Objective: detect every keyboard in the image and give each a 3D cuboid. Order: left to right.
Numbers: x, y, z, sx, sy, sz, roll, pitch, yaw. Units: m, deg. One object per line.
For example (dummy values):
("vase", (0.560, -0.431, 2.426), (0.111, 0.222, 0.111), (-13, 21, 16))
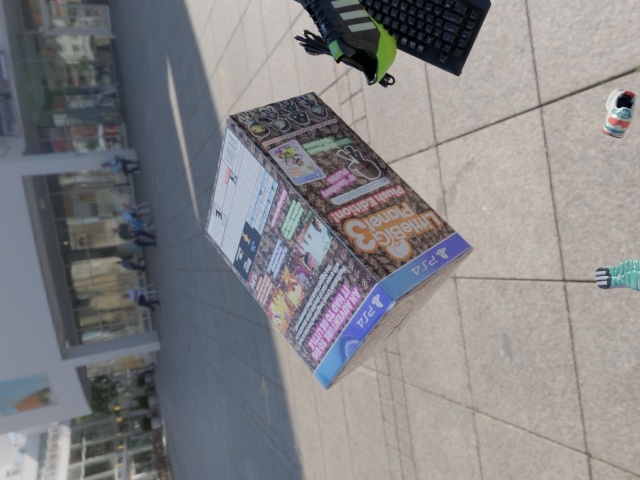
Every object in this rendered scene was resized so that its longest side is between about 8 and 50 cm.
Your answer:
("keyboard", (0.059, -0.311, 0.713), (0.317, 0.033, 0.201), (30, 148, 12))

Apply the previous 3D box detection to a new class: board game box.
("board game box", (0.000, 0.000, 0.653), (0.291, 0.141, 0.232), (49, 143, 18))

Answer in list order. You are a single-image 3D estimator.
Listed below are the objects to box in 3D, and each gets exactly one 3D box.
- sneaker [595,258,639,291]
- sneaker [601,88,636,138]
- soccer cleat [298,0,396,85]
("sneaker", (0.831, 0.089, 1.322), (0.224, 0.098, 0.083), (162, 107, -79))
("sneaker", (0.623, -0.280, 1.037), (0.057, 0.161, 0.075), (24, 143, 16))
("soccer cleat", (0.022, -0.265, 0.616), (0.060, 0.179, 0.072), (-7, 53, 58))
